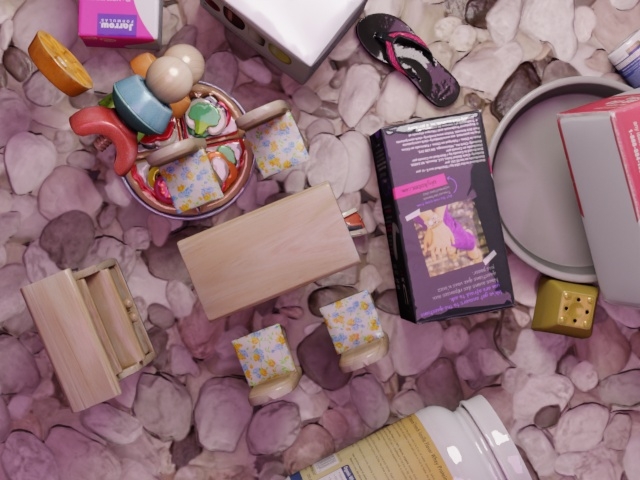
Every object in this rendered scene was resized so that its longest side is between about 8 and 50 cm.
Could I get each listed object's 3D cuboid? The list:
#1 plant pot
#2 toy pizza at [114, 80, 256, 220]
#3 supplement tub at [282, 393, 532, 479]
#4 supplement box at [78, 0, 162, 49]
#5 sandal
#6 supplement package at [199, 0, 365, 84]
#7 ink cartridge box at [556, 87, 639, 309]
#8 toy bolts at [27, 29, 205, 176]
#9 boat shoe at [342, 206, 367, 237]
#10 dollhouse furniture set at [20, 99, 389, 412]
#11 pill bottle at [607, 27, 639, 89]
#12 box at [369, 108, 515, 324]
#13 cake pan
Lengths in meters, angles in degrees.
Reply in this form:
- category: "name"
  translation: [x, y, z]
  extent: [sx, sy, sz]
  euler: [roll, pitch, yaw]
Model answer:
- category: "plant pot"
  translation: [0.353, 0.097, 1.916]
  extent: [0.081, 0.083, 0.081]
  euler: [10, 89, -3]
- category: "toy pizza"
  translation: [-0.190, -0.129, 1.907]
  extent: [0.201, 0.032, 0.201]
  euler: [0, 89, -4]
- category: "supplement tub"
  translation: [0.121, 0.363, 1.827]
  extent: [0.316, 0.228, 0.228]
  euler: [-26, 91, -3]
- category: "supplement box"
  translation: [-0.273, -0.380, 1.864]
  extent: [0.111, 0.114, 0.220]
  euler: [1, 91, -5]
- category: "sandal"
  translation: [0.129, -0.262, 1.924]
  extent: [0.179, 0.040, 0.067]
  euler: [41, 88, -3]
- category: "supplement package"
  translation: [-0.049, -0.336, 1.832]
  extent: [0.194, 0.203, 0.149]
  euler: [38, 87, -2]
- category: "ink cartridge box"
  translation: [0.552, -0.097, 1.841]
  extent: [0.384, 0.160, 0.279]
  euler: [-19, 97, -17]
- category: "toy bolts"
  translation: [-0.251, -0.215, 1.750]
  extent: [0.158, 0.228, 0.218]
  euler: [-41, 116, 10]
- category: "boat shoe"
  translation: [0.000, 0.000, 1.913]
  extent: [0.137, 0.049, 0.043]
  euler: [-26, 94, -8]
- category: "dollhouse furniture set"
  translation: [-0.151, 0.052, 1.767]
  extent: [0.394, 0.256, 0.362]
  euler: [-22, 93, 6]
- category: "pill bottle"
  translation: [0.473, -0.240, 1.933]
  extent: [0.067, 0.067, 0.120]
  euler: [-41, 92, -3]
- category: "box"
  translation: [0.165, -0.031, 1.863]
  extent: [0.143, 0.165, 0.270]
  euler: [-10, 91, -4]
- category: "cake pan"
  translation: [0.374, -0.087, 1.932]
  extent: [0.293, 0.054, 0.293]
  euler: [0, 90, -4]
